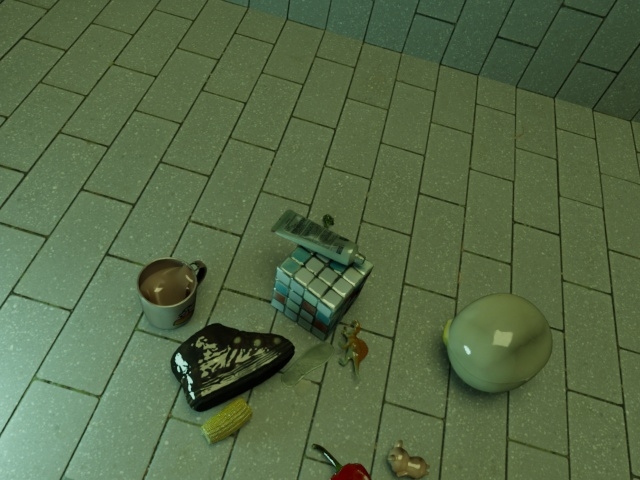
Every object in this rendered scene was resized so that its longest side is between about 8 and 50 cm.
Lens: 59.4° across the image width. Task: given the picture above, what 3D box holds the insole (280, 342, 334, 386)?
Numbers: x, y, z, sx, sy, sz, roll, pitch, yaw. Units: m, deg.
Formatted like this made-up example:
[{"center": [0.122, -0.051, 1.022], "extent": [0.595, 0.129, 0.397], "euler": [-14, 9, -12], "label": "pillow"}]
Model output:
[{"center": [-0.045, 0.428, 1.955], "extent": [0.232, 0.003, 0.080], "euler": [-33, 67, -30], "label": "insole"}]

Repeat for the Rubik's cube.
[{"center": [0.001, 0.155, 2.006], "extent": [0.259, 0.253, 0.256], "euler": [33, 55, 14], "label": "Rubik's cube"}]

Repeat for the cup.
[{"center": [-0.495, 0.172, 1.920], "extent": [0.191, 0.200, 0.253], "euler": [40, 57, 17], "label": "cup"}]

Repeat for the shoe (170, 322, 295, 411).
[{"center": [-0.290, 0.373, 1.838], "extent": [0.383, 0.171, 0.237], "euler": [-25, 67, -18], "label": "shoe"}]

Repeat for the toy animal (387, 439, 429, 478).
[{"center": [0.277, 0.703, 1.779], "extent": [0.150, 0.083, 0.089], "euler": [27, 96, -4], "label": "toy animal"}]

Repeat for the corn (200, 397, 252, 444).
[{"center": [-0.295, 0.568, 1.764], "extent": [0.165, 0.063, 0.085], "euler": [-30, 75, -27], "label": "corn"}]

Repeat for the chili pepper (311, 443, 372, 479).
[{"center": [0.096, 0.744, 1.682], "extent": [0.134, 0.131, 0.338], "euler": [-3, 53, -26], "label": "chili pepper"}]

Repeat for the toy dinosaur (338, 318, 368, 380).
[{"center": [0.124, 0.391, 2.000], "extent": [0.142, 0.057, 0.212], "euler": [-10, 67, -41], "label": "toy dinosaur"}]

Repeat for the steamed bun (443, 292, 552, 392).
[{"center": [0.622, 0.354, 1.962], "extent": [0.373, 0.334, 0.334], "euler": [-23, 62, -25], "label": "steamed bun"}]

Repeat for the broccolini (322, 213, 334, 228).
[{"center": [0.016, -0.038, 2.274], "extent": [0.054, 0.052, 0.194], "euler": [16, 53, 4], "label": "broccolini"}]

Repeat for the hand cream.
[{"center": [0.000, 0.000, 1.930], "extent": [0.340, 0.078, 0.124], "euler": [25, 54, 16], "label": "hand cream"}]
